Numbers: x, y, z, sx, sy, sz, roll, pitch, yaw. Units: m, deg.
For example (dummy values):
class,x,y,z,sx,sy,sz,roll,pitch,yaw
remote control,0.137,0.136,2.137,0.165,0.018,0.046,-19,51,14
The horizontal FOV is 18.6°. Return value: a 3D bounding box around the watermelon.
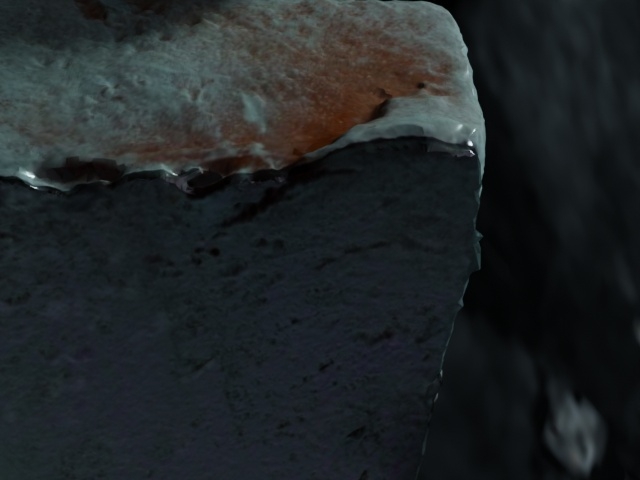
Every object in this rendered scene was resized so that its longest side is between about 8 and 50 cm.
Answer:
class,x,y,z,sx,sy,sz,roll,pitch,yaw
watermelon,0.000,0.000,0.688,0.320,0.214,0.289,51,41,-13
